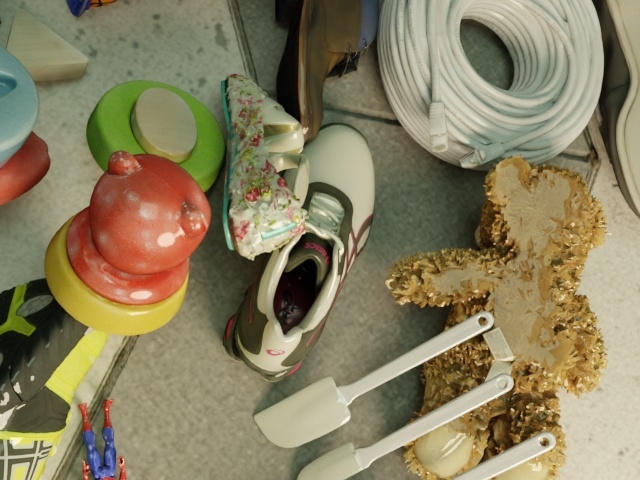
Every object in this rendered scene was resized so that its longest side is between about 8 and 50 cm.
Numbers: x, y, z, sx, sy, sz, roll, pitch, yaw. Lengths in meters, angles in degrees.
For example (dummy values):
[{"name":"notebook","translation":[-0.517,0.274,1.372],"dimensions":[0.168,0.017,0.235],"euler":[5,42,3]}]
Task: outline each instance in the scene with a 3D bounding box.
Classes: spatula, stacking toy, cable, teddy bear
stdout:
[{"name":"spatula","translation":[0.080,0.181,0.883],"dimensions":[0.242,0.019,0.168],"euler":[-28,79,6]},{"name":"stacking toy","translation":[-0.204,-0.106,0.814],"dimensions":[0.309,0.130,0.279],"euler":[30,45,-7]},{"name":"cable","translation":[0.184,-0.200,1.030],"dimensions":[0.257,0.089,0.257],"euler":[-9,82,-26]},{"name":"teddy bear","translation":[0.180,0.090,0.961],"dimensions":[0.245,0.113,0.338],"euler":[-1,83,-11]}]

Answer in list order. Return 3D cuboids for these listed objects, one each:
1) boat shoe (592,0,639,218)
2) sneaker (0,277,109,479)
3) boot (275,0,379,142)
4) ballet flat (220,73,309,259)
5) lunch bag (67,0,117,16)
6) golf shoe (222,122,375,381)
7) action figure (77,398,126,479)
[{"name":"boat shoe","translation":[0.363,-0.174,1.093],"dimensions":[0.112,0.095,0.335],"euler":[-5,81,-3]},{"name":"sneaker","translation":[-0.288,0.189,0.777],"dimensions":[0.385,0.145,0.147],"euler":[-55,132,-29]},{"name":"boot","translation":[0.014,-0.192,0.981],"dimensions":[0.106,0.082,0.219],"euler":[6,66,-18]},{"name":"ballet flat","translation":[-0.049,-0.074,0.887],"dimensions":[0.077,0.091,0.241],"euler":[-10,44,3]},{"name":"lunch bag","translation":[-0.090,-0.392,0.844],"dimensions":[0.327,0.385,0.239],"euler":[-24,83,-23]},{"name":"golf shoe","translation":[0.000,0.000,0.910],"dimensions":[0.105,0.120,0.273],"euler":[22,68,-9]},{"name":"action figure","translation":[-0.190,0.198,0.844],"dimensions":[0.038,0.030,0.115],"euler":[-5,79,-24]}]
